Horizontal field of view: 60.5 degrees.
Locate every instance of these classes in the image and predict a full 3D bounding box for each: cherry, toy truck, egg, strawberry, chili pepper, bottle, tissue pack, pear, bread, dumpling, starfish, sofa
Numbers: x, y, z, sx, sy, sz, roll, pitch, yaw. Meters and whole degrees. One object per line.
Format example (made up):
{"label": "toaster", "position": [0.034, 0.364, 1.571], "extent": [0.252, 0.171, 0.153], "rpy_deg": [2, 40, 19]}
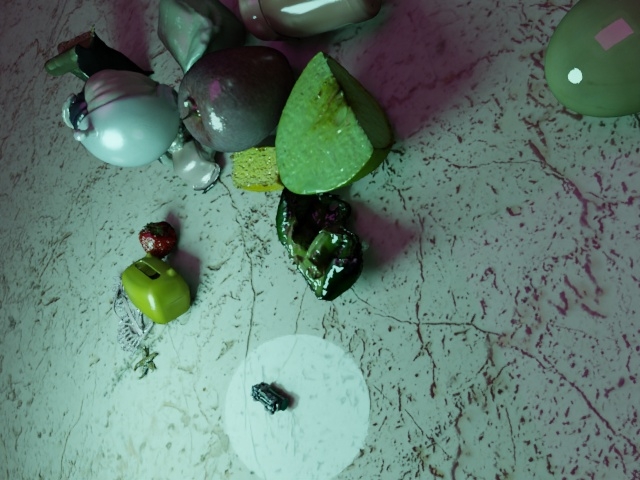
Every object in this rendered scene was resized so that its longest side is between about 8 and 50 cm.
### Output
{"label": "cherry", "position": [-0.184, -0.321, 1.230], "extent": [0.307, 0.221, 0.261], "rpy_deg": [-39, 21, -25]}
{"label": "toy truck", "position": [-0.108, 0.332, 1.164], "extent": [0.083, 0.044, 0.039], "rpy_deg": [24, 117, 39]}
{"label": "egg", "position": [0.441, -0.277, 0.772], "extent": [0.241, 0.186, 0.186], "rpy_deg": [-23, 67, 26]}
{"label": "strawberry", "position": [-0.433, 0.000, 1.460], "extent": [0.106, 0.106, 0.106], "rpy_deg": [-9, 75, 36]}
{"label": "chili pepper", "position": [0.004, -0.002, 1.117], "extent": [0.265, 0.116, 0.148], "rpy_deg": [54, 125, 33]}
{"label": "bottle", "position": [-0.023, -0.522, 1.191], "extent": [0.296, 0.206, 0.173], "rpy_deg": [-7, 76, 27]}
{"label": "tissue pack", "position": [-0.416, 0.116, 1.381], "extent": [0.178, 0.123, 0.127], "rpy_deg": [26, 136, 39]}
{"label": "pear", "position": [0.018, -0.194, 1.115], "extent": [0.239, 0.139, 0.288], "rpy_deg": [-40, 57, 27]}
{"label": "bread", "position": [-0.137, -0.166, 1.279], "extent": [0.187, 0.065, 0.103], "rpy_deg": [-1, 82, 36]}
{"label": "dumpling", "position": [-0.288, -0.502, 1.371], "extent": [0.211, 0.320, 0.270], "rpy_deg": [-5, 108, 21]}
{"label": "starfish", "position": [-0.462, 0.320, 1.452], "extent": [0.091, 0.028, 0.078], "rpy_deg": [-37, 66, 23]}
{"label": "sofa", "position": [-0.659, -0.478, 1.631], "extent": [0.199, 0.258, 0.182], "rpy_deg": [-2, 66, 37]}

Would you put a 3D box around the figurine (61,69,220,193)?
{"label": "figurine", "position": [-0.409, -0.272, 1.331], "extent": [0.253, 0.361, 0.211], "rpy_deg": [-42, 49, 24]}

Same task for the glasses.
{"label": "glasses", "position": [-0.540, 0.189, 1.501], "extent": [0.162, 0.095, 0.256], "rpy_deg": [-40, 57, 35]}
